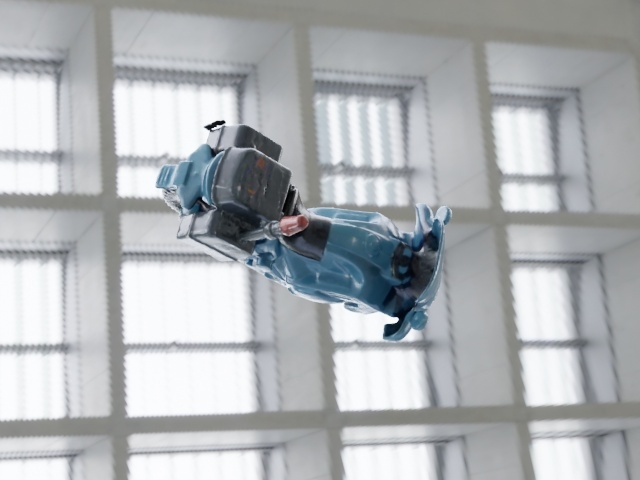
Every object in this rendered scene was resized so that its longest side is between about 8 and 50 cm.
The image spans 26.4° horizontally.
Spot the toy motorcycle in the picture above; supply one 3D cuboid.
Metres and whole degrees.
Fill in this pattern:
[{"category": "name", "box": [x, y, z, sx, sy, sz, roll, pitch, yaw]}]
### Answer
[{"category": "toy motorcycle", "box": [0.000, 0.000, 1.120, 0.272, 0.182, 0.123, 29, -114, -35]}]
